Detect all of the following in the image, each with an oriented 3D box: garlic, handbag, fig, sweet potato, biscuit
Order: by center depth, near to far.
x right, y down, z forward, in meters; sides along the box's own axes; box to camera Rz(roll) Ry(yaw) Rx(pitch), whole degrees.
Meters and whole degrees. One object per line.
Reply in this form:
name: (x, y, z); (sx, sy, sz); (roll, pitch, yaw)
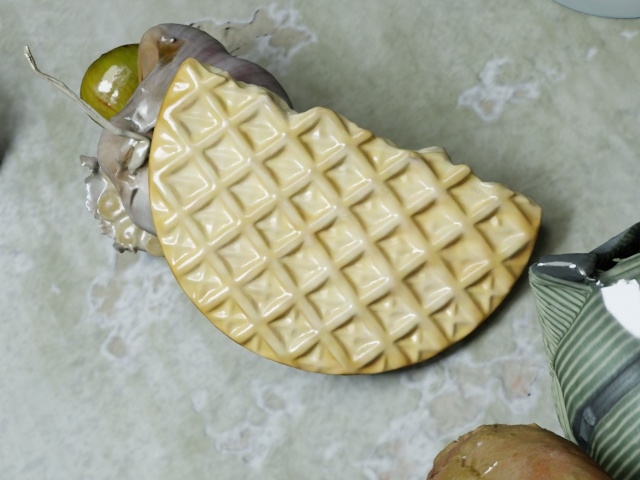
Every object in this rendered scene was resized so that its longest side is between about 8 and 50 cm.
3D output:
handbag: (0.301, 0.065, 1.226); (0.340, 0.240, 0.247); (-28, 63, 11)
sweet potato: (0.101, 0.182, 1.252); (0.385, 0.109, 0.109); (-25, 44, 67)
biscuit: (0.000, 0.000, 1.443); (0.309, 0.040, 0.204); (23, 95, 0)
garlic: (-0.150, -0.075, 1.546); (0.207, 0.256, 0.207); (-20, 66, 56)
fig: (-0.168, -0.125, 1.662); (0.082, 0.084, 0.098); (-49, 53, 44)

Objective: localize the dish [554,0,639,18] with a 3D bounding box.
dish: (0.251, -0.327, 1.506); (0.273, 0.134, 0.273); (-11, 63, 23)
